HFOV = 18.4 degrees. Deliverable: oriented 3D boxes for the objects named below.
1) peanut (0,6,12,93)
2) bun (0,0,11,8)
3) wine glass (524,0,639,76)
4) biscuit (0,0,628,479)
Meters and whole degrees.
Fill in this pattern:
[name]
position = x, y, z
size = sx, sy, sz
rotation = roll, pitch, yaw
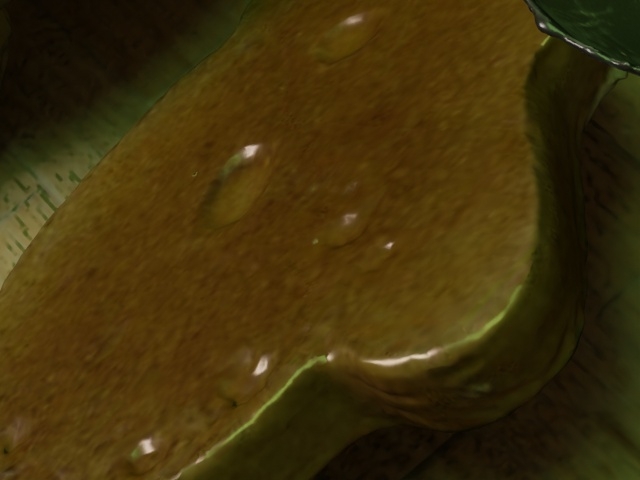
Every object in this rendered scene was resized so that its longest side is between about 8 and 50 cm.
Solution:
[peanut]
position = -0.214, -0.049, 0.929
size = 0.187, 0.082, 0.082
rotation = -45, 53, -15
[bun]
position = -0.222, -0.237, 0.929
size = 0.364, 0.202, 0.364
rotation = -15, 29, 8
[wine glass]
position = 0.160, -0.040, 0.684
size = 0.156, 0.232, 0.156
rotation = -10, 51, 13
[biscuit]
position = 0.001, 0.001, 0.784
size = 0.287, 0.057, 0.344
rotation = 14, 61, 50
